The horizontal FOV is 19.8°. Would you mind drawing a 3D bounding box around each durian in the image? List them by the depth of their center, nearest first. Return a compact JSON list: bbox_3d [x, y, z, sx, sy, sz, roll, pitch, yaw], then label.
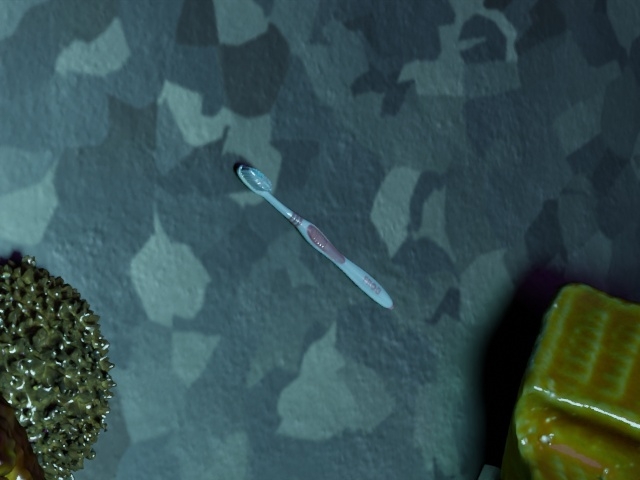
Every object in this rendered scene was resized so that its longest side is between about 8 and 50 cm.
[{"bbox_3d":[-0.186,0.104,1.209,0.148,0.091,0.189,-34,116,-33],"label":"durian"}]

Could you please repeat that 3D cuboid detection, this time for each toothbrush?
[{"bbox_3d":[0.000,0.000,1.407,0.193,0.019,0.013,43,66,-35],"label":"toothbrush"}]

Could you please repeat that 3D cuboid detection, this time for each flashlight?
[{"bbox_3d":[0.129,0.228,1.530,0.018,0.018,0.083,41,68,-36],"label":"flashlight"}]

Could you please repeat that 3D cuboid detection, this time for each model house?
[{"bbox_3d":[0.235,0.177,1.500,0.239,0.173,0.268,55,43,-31],"label":"model house"}]

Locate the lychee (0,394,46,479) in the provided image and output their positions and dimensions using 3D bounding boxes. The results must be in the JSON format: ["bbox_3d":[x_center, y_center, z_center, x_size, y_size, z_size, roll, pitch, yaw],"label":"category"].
[{"bbox_3d":[-0.270,0.198,1.049,0.267,0.267,0.268,-3,95,-40],"label":"lychee"}]
